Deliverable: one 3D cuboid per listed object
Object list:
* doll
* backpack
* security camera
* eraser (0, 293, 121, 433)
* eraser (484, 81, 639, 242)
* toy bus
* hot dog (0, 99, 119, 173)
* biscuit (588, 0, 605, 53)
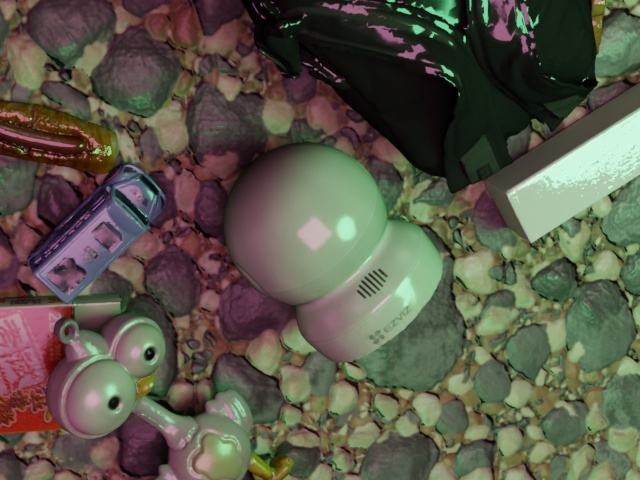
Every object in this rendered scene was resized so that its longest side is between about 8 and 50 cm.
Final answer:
[{"bbox_3d":[-0.185,0.205,1.456,0.160,0.094,0.365,-52,125,-14],"label":"doll"},{"bbox_3d":[0.126,-0.264,1.345,0.363,0.255,0.446,-40,127,7],"label":"backpack"},{"bbox_3d":[0.000,0.000,1.424,0.194,0.194,0.236,-45,108,1],"label":"security camera"},{"bbox_3d":[-0.346,0.145,1.454,0.230,0.038,0.157,-2,105,-13],"label":"eraser"},{"bbox_3d":[0.353,-0.113,1.537,0.298,0.076,0.078,-32,111,-3],"label":"eraser"},{"bbox_3d":[-0.249,-0.008,1.415,0.167,0.076,0.073,-44,111,1],"label":"toy bus"},{"bbox_3d":[-0.328,-0.120,1.381,0.216,0.047,0.066,13,99,-17],"label":"hot dog"},{"bbox_3d":[0.318,-0.285,1.460,0.023,0.118,0.140,-4,109,3],"label":"biscuit"}]
